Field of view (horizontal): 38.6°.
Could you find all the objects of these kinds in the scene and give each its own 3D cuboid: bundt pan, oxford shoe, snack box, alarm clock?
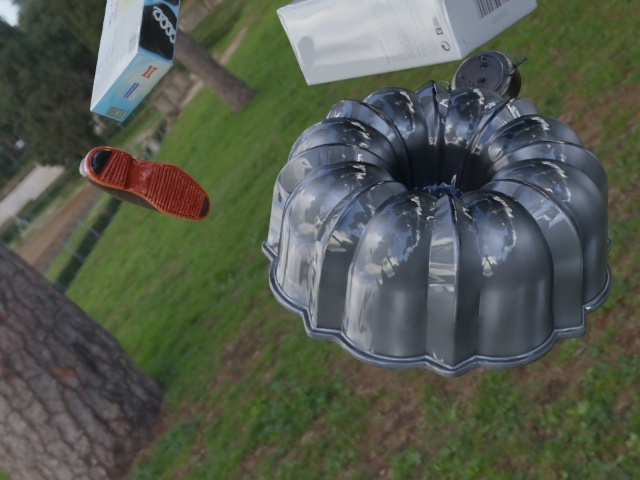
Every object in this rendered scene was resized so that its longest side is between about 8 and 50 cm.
[{"bbox_3d":[0.107,-0.038,0.830,0.331,0.124,0.330,-2,40,1],"label":"bundt pan"},{"bbox_3d":[-0.350,-0.110,1.832,0.098,0.271,0.096,-17,52,59],"label":"oxford shoe"},{"bbox_3d":[-0.268,-0.361,1.371,0.187,0.060,0.321,-30,51,51],"label":"snack box"},{"bbox_3d":[0.304,-0.306,1.789,0.192,0.064,0.129,-3,65,37],"label":"alarm clock"}]

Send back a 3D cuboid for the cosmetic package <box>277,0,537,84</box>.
[{"bbox_3d":[0.134,-0.386,1.525,0.217,0.156,0.385,-38,25,-33],"label":"cosmetic package"}]
